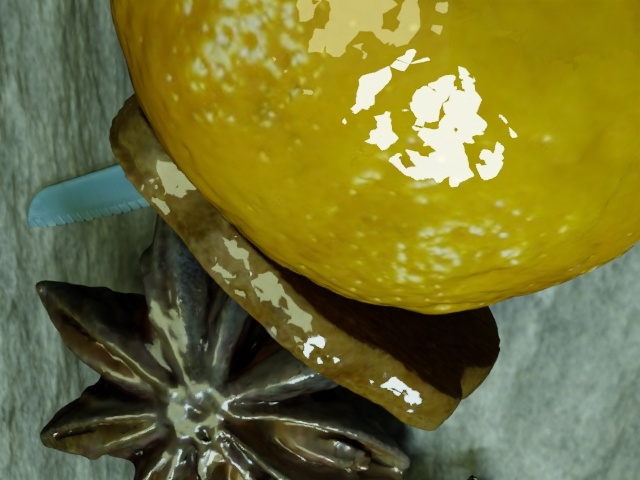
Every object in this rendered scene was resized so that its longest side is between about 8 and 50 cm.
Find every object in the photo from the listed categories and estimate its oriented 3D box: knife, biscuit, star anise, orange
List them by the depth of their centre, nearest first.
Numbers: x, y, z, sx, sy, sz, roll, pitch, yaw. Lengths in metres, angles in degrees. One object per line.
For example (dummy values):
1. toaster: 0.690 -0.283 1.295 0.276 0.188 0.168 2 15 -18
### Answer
1. orange: 0.066 -0.138 0.600 0.341 0.340 0.293 57 149 -2
2. biscuit: -0.001 0.001 0.757 0.273 0.257 0.049 42 110 1
3. star anise: -0.077 0.107 0.915 0.315 0.108 0.315 1 96 13
4. knife: -0.127 -0.051 0.955 0.313 0.019 0.044 -13 106 35

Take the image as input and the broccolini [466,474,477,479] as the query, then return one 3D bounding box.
1. broccolini: 0.009 0.268 0.906 0.271 0.062 0.123 -22 120 -4
